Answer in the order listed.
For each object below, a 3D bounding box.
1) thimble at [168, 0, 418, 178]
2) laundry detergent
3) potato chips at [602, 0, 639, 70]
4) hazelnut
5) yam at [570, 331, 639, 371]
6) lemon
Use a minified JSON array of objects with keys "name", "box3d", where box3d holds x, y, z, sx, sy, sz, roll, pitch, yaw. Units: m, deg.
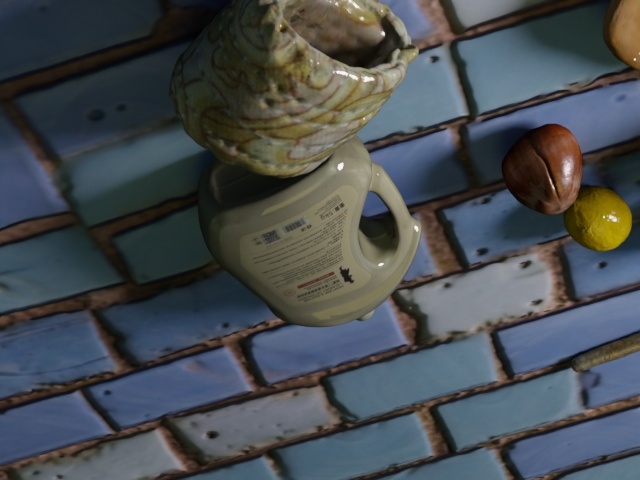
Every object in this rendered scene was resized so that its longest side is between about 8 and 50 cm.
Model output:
[{"name":"thimble","box3d":[-0.017,-0.138,1.625,0.190,0.137,0.143,10,139,-40]},{"name":"laundry detergent","box3d":[0.000,0.000,1.836,0.181,0.091,0.253,-25,140,9]},{"name":"potato chips","box3d":[0.344,-0.209,1.672,0.208,0.062,0.195,-19,135,13]},{"name":"hazelnut","box3d":[0.208,-0.063,1.811,0.086,0.086,0.086,-6,142,-5]},{"name":"yam","box3d":[0.325,0.116,2.108,0.116,0.021,0.021,-23,140,15]},{"name":"lemon","box3d":[0.270,-0.020,1.891,0.062,0.062,0.083,-35,135,28]}]
